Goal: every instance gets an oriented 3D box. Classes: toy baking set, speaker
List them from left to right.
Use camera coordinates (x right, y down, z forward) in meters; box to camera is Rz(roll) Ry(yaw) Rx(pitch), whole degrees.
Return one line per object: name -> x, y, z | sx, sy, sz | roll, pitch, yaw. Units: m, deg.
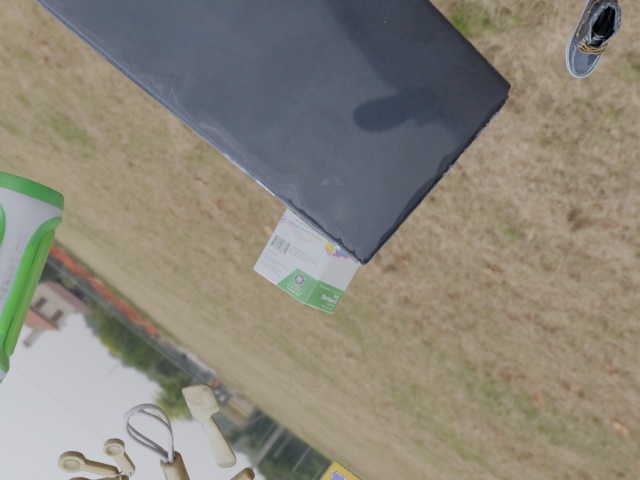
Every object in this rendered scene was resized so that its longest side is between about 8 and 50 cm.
speaker -> -0.463, 0.058, 1.042 | 0.131, 0.296, 0.131 | 16, 170, 3
toy baking set -> -0.178, 0.266, 0.839 | 0.197, 0.256, 0.030 | 42, -159, -31

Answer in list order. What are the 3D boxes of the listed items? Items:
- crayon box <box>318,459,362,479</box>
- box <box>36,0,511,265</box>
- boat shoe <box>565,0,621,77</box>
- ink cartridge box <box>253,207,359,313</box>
crayon box -> 0.031, 0.477, 1.061 | 0.203, 0.323, 0.083 | 35, -163, 11
box -> -0.083, -0.269, 1.007 | 0.480, 0.297, 0.472 | 39, -179, -20
boat shoe -> 0.477, -0.353, 1.303 | 0.065, 0.083, 0.183 | 8, 136, 7
ink cartridge box -> 0.000, 0.000, 1.329 | 0.154, 0.212, 0.093 | 30, -176, 43
